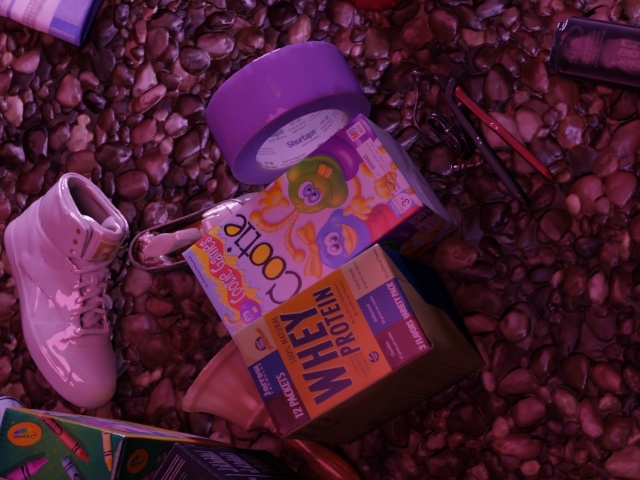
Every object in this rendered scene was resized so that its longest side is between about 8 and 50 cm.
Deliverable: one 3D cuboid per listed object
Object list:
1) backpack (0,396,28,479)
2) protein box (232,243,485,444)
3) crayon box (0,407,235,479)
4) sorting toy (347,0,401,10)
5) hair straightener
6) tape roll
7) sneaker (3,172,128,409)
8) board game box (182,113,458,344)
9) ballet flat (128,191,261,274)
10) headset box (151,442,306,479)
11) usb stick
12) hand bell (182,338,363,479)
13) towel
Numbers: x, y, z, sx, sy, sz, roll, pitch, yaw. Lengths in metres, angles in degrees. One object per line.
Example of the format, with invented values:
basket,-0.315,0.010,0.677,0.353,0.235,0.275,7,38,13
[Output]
backpack,-0.440,0.274,1.792,0.144,0.166,0.188,-40,83,14
protein box,0.047,0.125,1.604,0.201,0.200,0.136,-33,69,15
crayon box,-0.239,0.260,1.659,0.165,0.278,0.081,9,84,24
sorting toy,-0.026,-0.442,1.776,0.127,0.126,0.365,-48,68,9
hair straightener,0.176,-0.119,1.674,0.089,0.047,0.230,-46,67,9
tape roll,-0.039,-0.153,1.695,0.189,0.189,0.080,-33,71,15
sneaker,-0.308,0.057,1.795,0.169,0.108,0.293,-40,66,36
board game box,0.000,0.000,1.675,0.275,0.142,0.144,-38,69,12
ballet flat,-0.149,-0.007,1.783,0.213,0.068,0.072,-21,77,18
headset box,-0.040,0.363,1.576,0.283,0.246,0.131,33,94,23
usb stick,0.400,-0.201,1.595,0.278,0.045,0.077,14,94,24
hand bell,-0.038,0.235,1.689,0.242,0.126,0.126,40,98,12
towel,-0.410,-0.414,1.986,0.285,0.034,0.209,25,92,25
